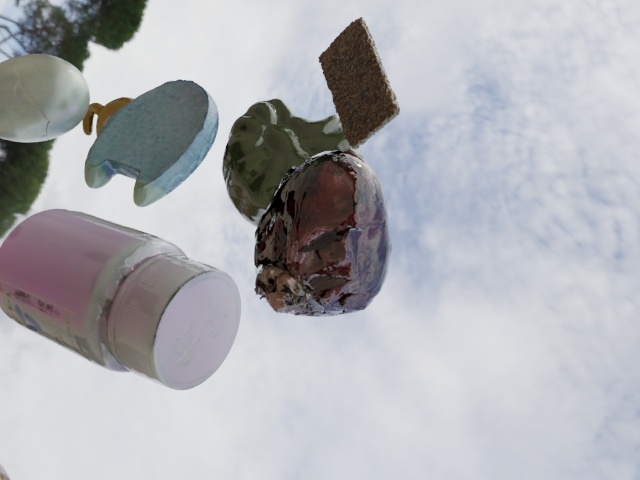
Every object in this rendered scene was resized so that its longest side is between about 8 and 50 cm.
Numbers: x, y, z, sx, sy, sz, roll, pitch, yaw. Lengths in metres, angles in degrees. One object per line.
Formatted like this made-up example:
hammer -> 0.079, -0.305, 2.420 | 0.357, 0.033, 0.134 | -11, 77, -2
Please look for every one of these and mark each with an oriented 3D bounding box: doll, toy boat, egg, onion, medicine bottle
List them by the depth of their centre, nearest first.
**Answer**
medicine bottle -> -0.223, 0.060, 0.674 | 0.254, 0.152, 0.152 | 17, -85, 29
onion -> 0.012, -0.008, 0.985 | 0.221, 0.281, 0.281 | 28, -77, 24
egg -> -0.522, -0.252, 1.107 | 0.151, 0.209, 0.151 | 161, -90, -77
toy boat -> -0.341, -0.201, 1.320 | 0.215, 0.123, 0.330 | 17, -122, 16
doll -> -0.437, -0.269, 1.562 | 0.166, 0.269, 0.162 | -43, -124, 26

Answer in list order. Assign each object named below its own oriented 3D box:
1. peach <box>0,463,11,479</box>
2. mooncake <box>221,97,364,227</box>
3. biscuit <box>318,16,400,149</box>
peach -> -0.448, 0.325, 0.681 | 0.232, 0.232, 0.233 | -12, -107, 45
mooncake -> -0.071, -0.180, 1.529 | 0.187, 0.351, 0.351 | 129, -43, -64
biscuit -> 0.067, -0.296, 1.152 | 0.131, 0.025, 0.231 | -37, -119, 37
